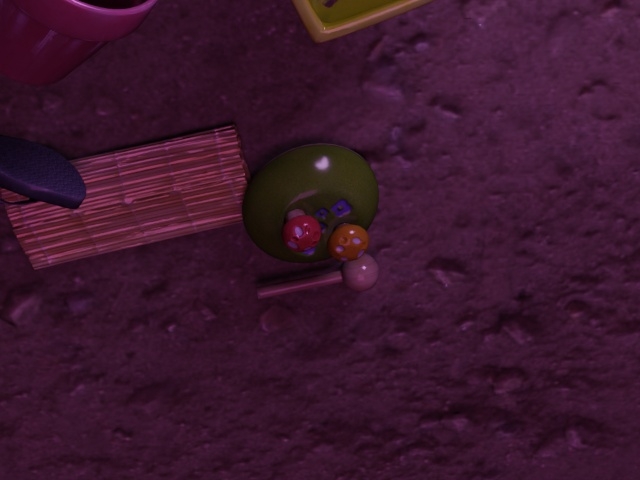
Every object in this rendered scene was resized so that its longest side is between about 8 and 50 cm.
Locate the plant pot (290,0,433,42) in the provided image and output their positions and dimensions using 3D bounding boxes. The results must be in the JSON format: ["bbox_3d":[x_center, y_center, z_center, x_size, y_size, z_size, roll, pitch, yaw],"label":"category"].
[{"bbox_3d":[0.046,-0.389,1.871,0.228,0.207,0.227,-20,127,7],"label":"plant pot"}]

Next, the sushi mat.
[{"bbox_3d":[-0.244,-0.055,2.199,0.316,0.019,0.151,-12,129,2],"label":"sushi mat"}]

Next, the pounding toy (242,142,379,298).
[{"bbox_3d":[0.000,0.000,2.209,0.182,0.110,0.237,-11,130,-9],"label":"pounding toy"}]

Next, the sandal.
[{"bbox_3d":[-0.413,-0.090,2.107,0.254,0.097,0.054,17,122,-8],"label":"sandal"}]

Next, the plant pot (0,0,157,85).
[{"bbox_3d":[-0.302,-0.278,1.925,0.201,0.201,0.180,22,136,-23],"label":"plant pot"}]
